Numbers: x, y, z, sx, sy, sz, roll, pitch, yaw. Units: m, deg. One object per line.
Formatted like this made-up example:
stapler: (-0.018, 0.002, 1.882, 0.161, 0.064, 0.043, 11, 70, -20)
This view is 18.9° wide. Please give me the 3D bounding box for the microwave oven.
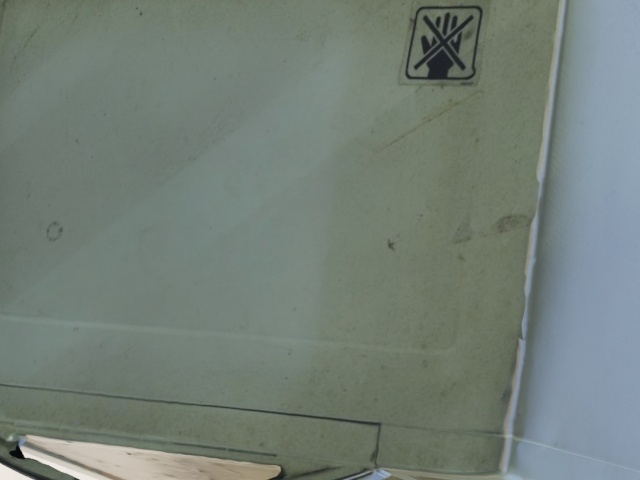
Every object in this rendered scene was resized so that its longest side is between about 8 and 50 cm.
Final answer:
microwave oven: (0.000, 0.000, 1.091, 0.247, 0.394, 0.333, 23, 73, -56)
